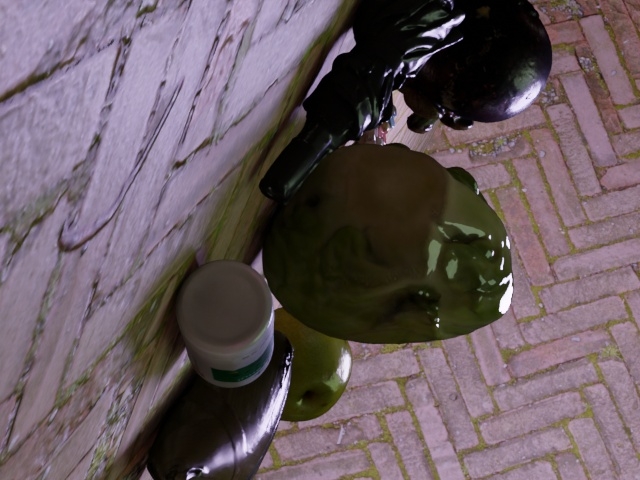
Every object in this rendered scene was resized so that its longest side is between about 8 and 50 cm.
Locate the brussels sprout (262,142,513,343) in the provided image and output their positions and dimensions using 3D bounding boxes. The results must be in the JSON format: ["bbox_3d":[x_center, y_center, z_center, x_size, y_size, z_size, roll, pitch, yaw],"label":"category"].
[{"bbox_3d":[0.080,0.008,1.542,0.328,0.328,0.247,103,-13,-70],"label":"brussels sprout"}]

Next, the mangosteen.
[{"bbox_3d":[0.220,-0.261,1.915,0.265,0.228,0.228,-49,180,23],"label":"mangosteen"}]

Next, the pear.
[{"bbox_3d":[-0.040,0.172,1.941,0.216,0.166,0.180,-102,-161,-55],"label":"pear"}]

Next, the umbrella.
[{"bbox_3d":[0.039,-0.163,1.321,0.340,0.118,0.118,-53,171,-29],"label":"umbrella"}]

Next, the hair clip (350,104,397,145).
[{"bbox_3d":[0.080,-0.164,1.905,0.214,0.056,0.062,-57,139,-46],"label":"hair clip"}]

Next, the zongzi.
[{"bbox_3d":[-0.112,0.190,1.479,0.289,0.123,0.260,93,20,-69],"label":"zongzi"}]

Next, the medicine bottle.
[{"bbox_3d":[-0.093,0.093,1.279,0.095,0.095,0.260,-61,176,-15],"label":"medicine bottle"}]
